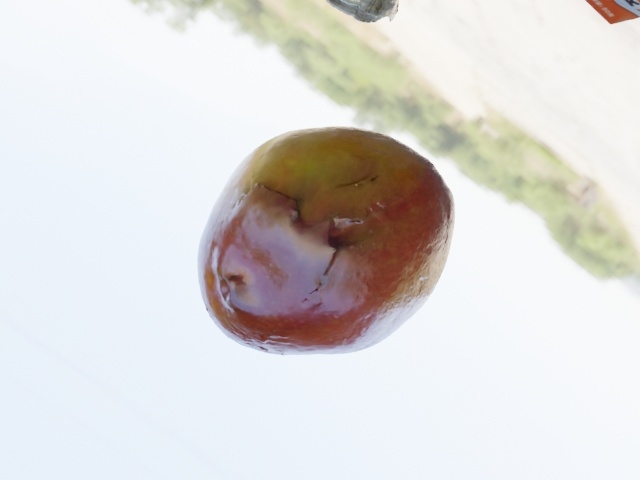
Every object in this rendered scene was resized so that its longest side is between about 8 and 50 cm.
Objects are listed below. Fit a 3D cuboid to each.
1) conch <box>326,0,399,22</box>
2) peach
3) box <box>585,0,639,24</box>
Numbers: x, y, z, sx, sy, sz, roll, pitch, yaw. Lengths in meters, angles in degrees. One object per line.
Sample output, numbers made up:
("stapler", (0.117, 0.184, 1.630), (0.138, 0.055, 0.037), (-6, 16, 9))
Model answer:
("conch", (0.038, -0.339, 1.863), (0.207, 0.130, 0.155), (20, -121, -54))
("peach", (0.000, 0.003, 1.855), (0.372, 0.290, 0.372), (-5, 180, 0))
("box", (0.376, -0.379, 1.773), (0.273, 0.048, 0.265), (36, 155, -29))
